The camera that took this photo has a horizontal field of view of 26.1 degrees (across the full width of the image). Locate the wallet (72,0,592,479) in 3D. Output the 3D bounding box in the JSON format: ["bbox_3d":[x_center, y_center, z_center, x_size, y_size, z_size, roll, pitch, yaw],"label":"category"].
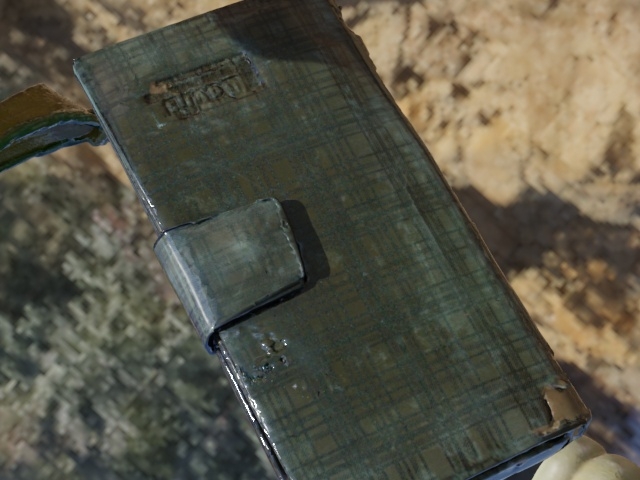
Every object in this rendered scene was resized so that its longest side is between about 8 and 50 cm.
[{"bbox_3d":[0.000,0.000,0.747,0.317,0.169,0.044,61,160,22],"label":"wallet"}]

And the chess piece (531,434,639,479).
[{"bbox_3d":[0.353,0.317,1.352,0.299,0.167,0.167,21,166,31],"label":"chess piece"}]

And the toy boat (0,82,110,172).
[{"bbox_3d":[-0.261,-0.076,1.205,0.088,0.229,0.089,54,141,-3],"label":"toy boat"}]
